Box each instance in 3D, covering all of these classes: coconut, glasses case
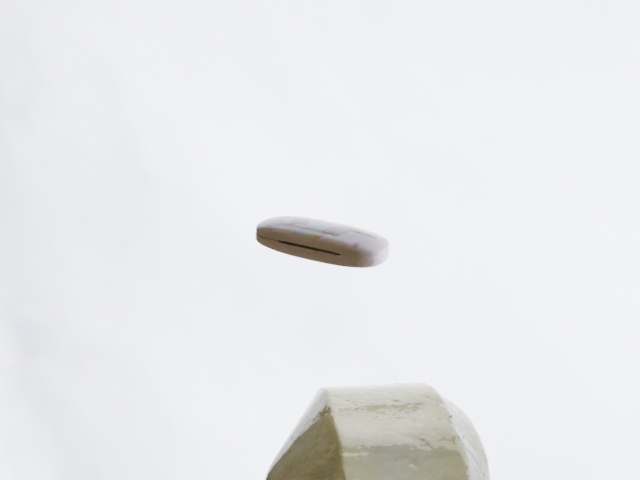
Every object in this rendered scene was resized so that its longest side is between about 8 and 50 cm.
[{"bbox_3d":[0.051,0.248,0.579,0.202,0.222,0.202,177,-90,-79],"label":"coconut"},{"bbox_3d":[0.000,0.000,0.338,0.083,0.032,0.021,12,-66,25],"label":"glasses case"}]
